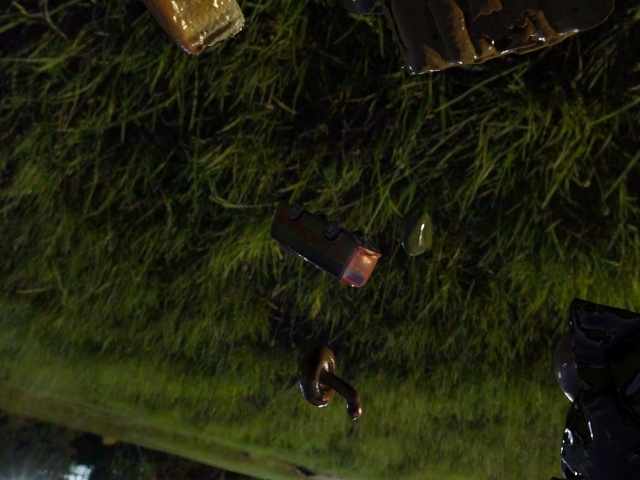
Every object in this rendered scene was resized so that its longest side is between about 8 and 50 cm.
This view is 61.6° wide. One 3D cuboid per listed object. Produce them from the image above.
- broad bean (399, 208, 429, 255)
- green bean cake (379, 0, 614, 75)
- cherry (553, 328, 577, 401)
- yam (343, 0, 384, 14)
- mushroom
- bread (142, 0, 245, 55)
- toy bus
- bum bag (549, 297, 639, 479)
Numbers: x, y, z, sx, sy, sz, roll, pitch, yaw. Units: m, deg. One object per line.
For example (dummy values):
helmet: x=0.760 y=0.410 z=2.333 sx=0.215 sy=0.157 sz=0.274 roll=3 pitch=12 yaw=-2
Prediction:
broad bean: x=0.335 y=-0.030 z=1.892 sx=0.124 sy=0.175 sz=0.082 roll=-16 pitch=-159 yaw=-32
green bean cake: x=0.193 y=-0.285 z=0.586 sx=0.224 sy=0.230 sz=0.131 roll=-6 pitch=126 yaw=32
cherry: x=0.640 y=0.282 z=1.186 sx=0.236 sy=0.285 sz=0.213 roll=37 pitch=114 yaw=2
yam: x=0.138 y=-0.544 z=0.976 sx=0.168 sy=0.168 sz=0.304 roll=14 pitch=145 yaw=2
mushroom: x=0.009 y=0.228 z=0.832 sx=0.129 sy=0.073 sz=0.088 roll=53 pitch=-173 yaw=24
bread: x=-0.212 y=-0.392 z=0.819 sx=0.140 sy=0.160 sz=0.169 roll=-31 pitch=139 yaw=0
toy bus: x=0.000 y=0.000 z=0.773 sx=0.065 sy=0.077 sz=0.192 roll=23 pitch=-176 yaw=-42
bum bag: x=0.261 y=0.178 z=0.477 sx=0.060 sy=0.248 sz=0.123 roll=-15 pitch=-159 yaw=-19
